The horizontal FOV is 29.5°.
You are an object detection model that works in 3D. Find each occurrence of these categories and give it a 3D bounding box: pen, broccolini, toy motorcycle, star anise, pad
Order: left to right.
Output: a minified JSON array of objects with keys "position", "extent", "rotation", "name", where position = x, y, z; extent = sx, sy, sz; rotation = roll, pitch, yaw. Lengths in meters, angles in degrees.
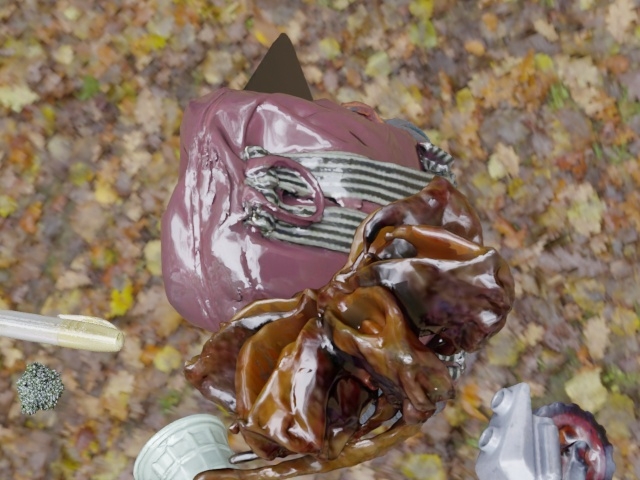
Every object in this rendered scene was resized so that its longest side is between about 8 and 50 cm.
[{"position":[-0.324,0.091,1.341],"extent":[0.233,0.032,0.040],"rotation":[9,46,14],"name":"pen"},{"position":[-0.377,0.191,1.615],"extent":[0.058,0.216,0.067],"rotation":[29,82,-12],"name":"broccolini"},{"position":[-0.094,-0.195,1.417],"extent":[0.055,0.323,0.250],"rotation":[-30,18,28],"name":"pad"},{"position":[0.025,0.062,0.764],"extent":[0.220,0.126,0.190],"rotation":[-31,30,16],"name":"star anise"},{"position":[0.091,0.175,0.671],"extent":[0.122,0.080,0.215],"rotation":[32,60,-14],"name":"toy motorcycle"}]

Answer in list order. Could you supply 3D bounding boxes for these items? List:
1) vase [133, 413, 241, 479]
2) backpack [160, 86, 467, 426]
[{"position":[-0.112,0.374,1.551],"extent":[0.143,0.143,0.299],"rotation":[-44,52,2],"name":"vase"},{"position":[0.000,0.000,1.008],"extent":[0.197,0.317,0.283],"rotation":[-12,66,29],"name":"backpack"}]
